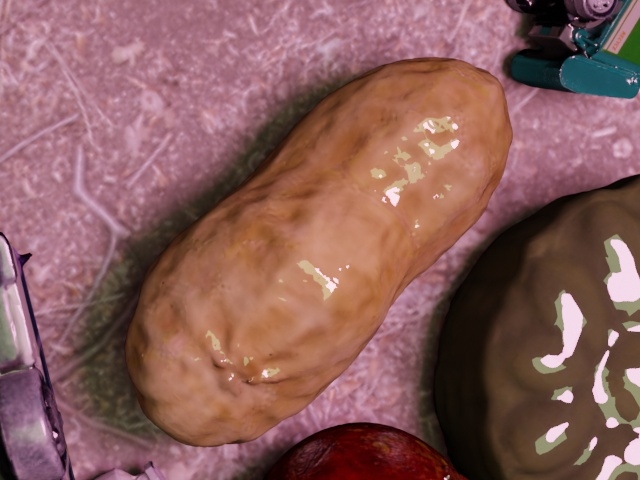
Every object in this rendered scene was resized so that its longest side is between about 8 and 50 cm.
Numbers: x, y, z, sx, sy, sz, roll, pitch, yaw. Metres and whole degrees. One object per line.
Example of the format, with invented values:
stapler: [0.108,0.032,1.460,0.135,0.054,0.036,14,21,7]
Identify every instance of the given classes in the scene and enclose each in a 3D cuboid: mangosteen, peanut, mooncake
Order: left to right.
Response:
peanut: [0.000,0.000,1.427,0.169,0.192,0.387,44,79,-7]
mangosteen: [0.014,0.268,1.446,0.257,0.215,0.215,-35,103,15]
mooncake: [0.279,0.123,1.511,0.356,0.194,0.356,1,87,-18]

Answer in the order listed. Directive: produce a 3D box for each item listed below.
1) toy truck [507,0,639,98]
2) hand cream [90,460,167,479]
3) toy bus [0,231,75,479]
toy truck: [0.256,-0.233,1.547,0.124,0.114,0.253,39,80,-28]
hand cream: [-0.184,0.229,1.457,0.142,0.053,0.084,-36,101,2]
toy bus: [-0.269,0.214,1.315,0.209,0.249,0.440,-14,97,-6]
